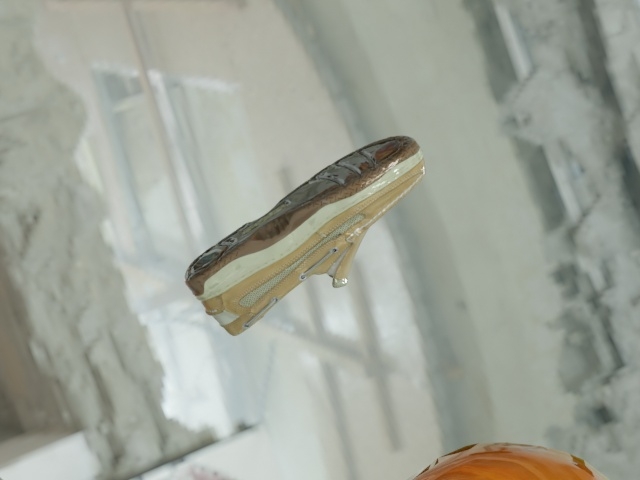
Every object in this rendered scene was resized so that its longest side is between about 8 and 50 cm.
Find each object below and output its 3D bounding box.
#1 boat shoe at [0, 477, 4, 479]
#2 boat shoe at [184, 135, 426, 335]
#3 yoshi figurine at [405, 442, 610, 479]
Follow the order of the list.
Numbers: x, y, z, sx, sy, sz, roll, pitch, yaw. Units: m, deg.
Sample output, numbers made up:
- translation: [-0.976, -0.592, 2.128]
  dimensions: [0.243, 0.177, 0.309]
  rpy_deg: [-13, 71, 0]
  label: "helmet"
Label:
- translation: [-0.242, 0.190, 0.748]
  dimensions: [0.118, 0.320, 0.103]
  rpy_deg: [36, -72, 2]
  label: "boat shoe"
- translation: [0.000, 0.000, 1.131]
  dimensions: [0.072, 0.190, 0.068]
  rpy_deg: [55, 11, -16]
  label: "boat shoe"
- translation: [0.032, 0.186, 0.195]
  dimensions: [0.203, 0.362, 0.203]
  rpy_deg: [26, -60, -2]
  label: "yoshi figurine"
